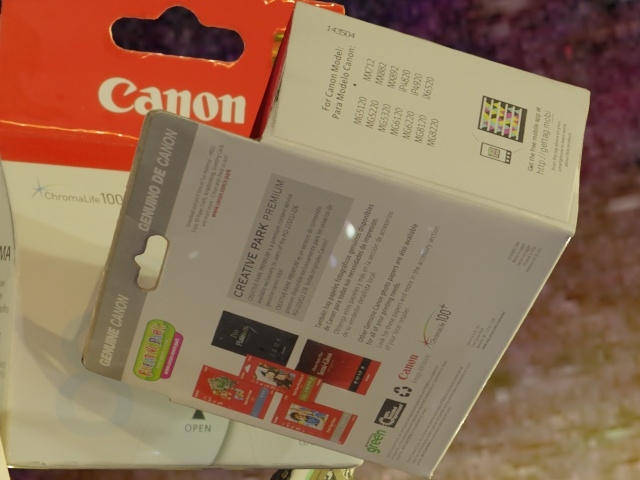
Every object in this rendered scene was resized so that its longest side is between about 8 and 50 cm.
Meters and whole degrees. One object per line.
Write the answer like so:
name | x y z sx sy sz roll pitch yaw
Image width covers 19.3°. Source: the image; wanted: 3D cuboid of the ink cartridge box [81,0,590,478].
ink cartridge box | 0.000 0.000 1.273 0.272 0.130 0.309 17 141 -5

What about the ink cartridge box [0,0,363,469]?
ink cartridge box | -0.104 -0.014 1.474 0.308 0.385 0.091 4 180 -29

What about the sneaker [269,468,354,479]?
sneaker | 0.001 0.370 2.041 0.182 0.410 0.158 24 163 -7

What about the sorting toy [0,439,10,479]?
sorting toy | -0.311 0.248 1.311 0.089 0.257 0.255 -9 173 -46

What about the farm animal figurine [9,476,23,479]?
farm animal figurine | -0.198 0.349 1.832 0.330 0.172 0.327 19 171 -30
